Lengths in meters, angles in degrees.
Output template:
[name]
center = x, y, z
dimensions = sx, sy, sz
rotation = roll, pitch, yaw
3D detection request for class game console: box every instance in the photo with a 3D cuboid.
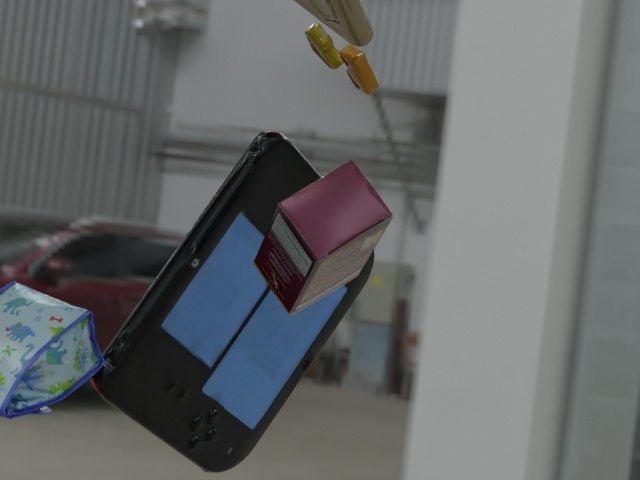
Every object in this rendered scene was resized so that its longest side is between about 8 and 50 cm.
[game console]
center = -0.096, 0.090, 2.079
dimensions = 0.060, 0.386, 0.342
rotation = 28, -12, 32

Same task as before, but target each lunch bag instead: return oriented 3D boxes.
[lunch bag]
center = -0.332, 0.130, 1.776
dimensions = 0.129, 0.096, 0.151
rotation = 16, 39, 34

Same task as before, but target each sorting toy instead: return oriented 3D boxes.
[sorting toy]
center = -0.020, -0.321, 1.983
dimensions = 0.229, 0.041, 0.307
rotation = 38, -16, 42

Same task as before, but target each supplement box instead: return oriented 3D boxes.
[supplement box]
center = 0.000, 0.000, 1.822
dimensions = 0.104, 0.081, 0.188
rotation = -31, -12, -20
